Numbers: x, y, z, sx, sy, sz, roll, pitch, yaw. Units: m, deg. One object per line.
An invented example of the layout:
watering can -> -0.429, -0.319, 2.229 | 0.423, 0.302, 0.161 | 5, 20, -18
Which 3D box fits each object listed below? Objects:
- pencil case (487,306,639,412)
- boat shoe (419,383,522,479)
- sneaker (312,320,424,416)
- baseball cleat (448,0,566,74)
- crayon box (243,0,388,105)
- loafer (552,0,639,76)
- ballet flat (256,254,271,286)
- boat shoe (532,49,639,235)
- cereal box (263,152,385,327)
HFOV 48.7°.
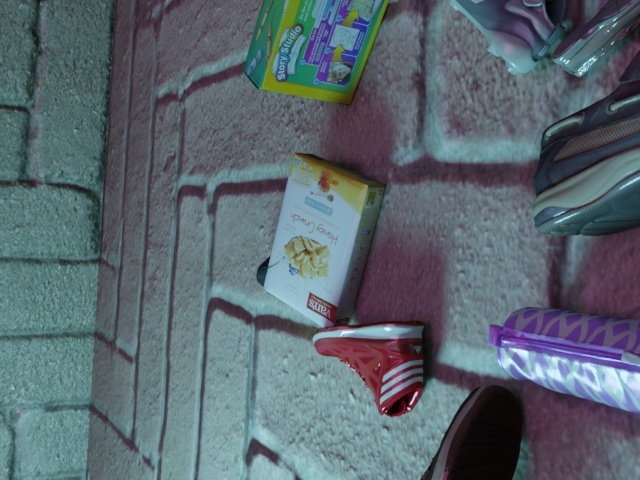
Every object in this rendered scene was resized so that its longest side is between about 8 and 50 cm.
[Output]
pencil case -> 0.261, 0.111, 0.663 | 0.206, 0.088, 0.087 | -1, 84, 60
boat shoe -> 0.138, 0.278, 0.784 | 0.095, 0.095, 0.258 | -10, 50, 62
sneaker -> 0.060, 0.183, 0.993 | 0.221, 0.087, 0.128 | -21, 68, 58
baseball cleat -> 0.213, -0.281, 0.816 | 0.109, 0.072, 0.206 | -47, 52, 29
crayon box -> 0.007, -0.352, 1.053 | 0.081, 0.165, 0.279 | 54, 132, 46
loafer -> 0.290, -0.210, 0.702 | 0.125, 0.039, 0.045 | -38, 23, 48
ballet flat -> -0.064, 0.036, 1.265 | 0.173, 0.057, 0.049 | -46, 9, 46
boat shoe -> 0.302, -0.112, 0.575 | 0.355, 0.132, 0.130 | -31, 61, 53
cereal box -> 0.000, 0.000, 1.113 | 0.173, 0.047, 0.240 | 27, 111, 41
